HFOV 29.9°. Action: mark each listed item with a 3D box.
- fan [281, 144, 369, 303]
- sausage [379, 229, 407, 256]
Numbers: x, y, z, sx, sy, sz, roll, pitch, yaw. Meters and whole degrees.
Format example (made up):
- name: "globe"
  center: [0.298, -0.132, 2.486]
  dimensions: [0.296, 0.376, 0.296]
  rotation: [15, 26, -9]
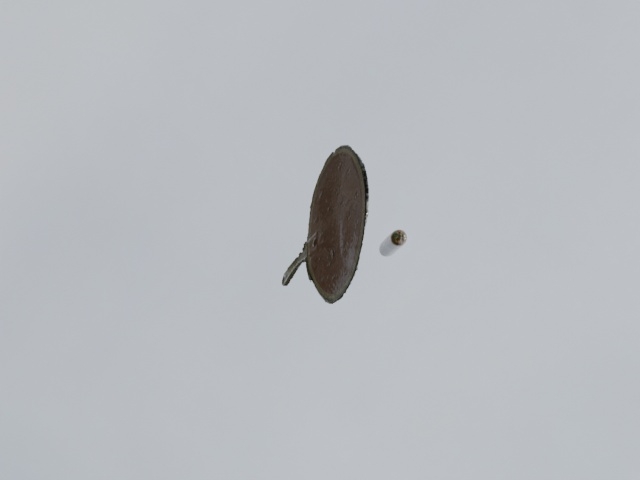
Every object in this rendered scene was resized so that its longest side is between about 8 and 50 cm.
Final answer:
- name: "fan"
  center: [0.000, 0.000, 0.660]
  dimensions: [0.005, 0.085, 0.133]
  rotation: [5, -23, -20]
- name: "sausage"
  center: [0.060, 0.002, 1.005]
  dimensions: [0.015, 0.015, 0.100]
  rotation: [39, -7, 1]
